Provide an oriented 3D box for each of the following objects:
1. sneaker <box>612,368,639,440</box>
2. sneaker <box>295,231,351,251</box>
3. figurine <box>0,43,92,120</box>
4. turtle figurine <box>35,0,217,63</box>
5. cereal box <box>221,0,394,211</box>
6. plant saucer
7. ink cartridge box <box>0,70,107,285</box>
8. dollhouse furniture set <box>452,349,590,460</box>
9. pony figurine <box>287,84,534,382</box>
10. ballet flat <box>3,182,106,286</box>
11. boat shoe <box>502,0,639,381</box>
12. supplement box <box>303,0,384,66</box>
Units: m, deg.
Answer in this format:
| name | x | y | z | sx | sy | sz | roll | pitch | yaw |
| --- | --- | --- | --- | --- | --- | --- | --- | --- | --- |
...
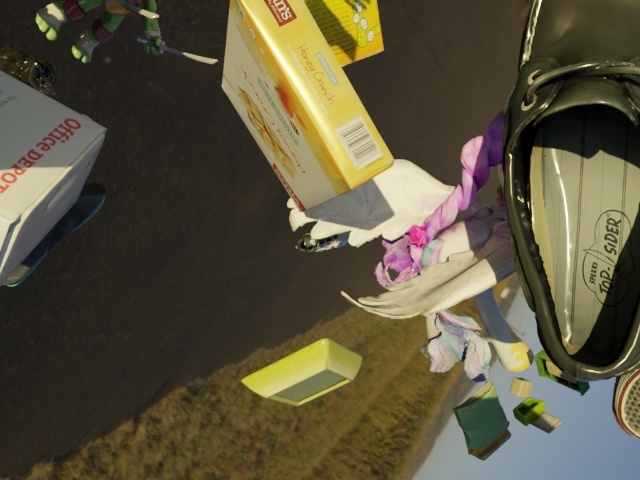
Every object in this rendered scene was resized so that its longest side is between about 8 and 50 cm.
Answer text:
| name | x | y | z | sx | sy | sz | roll | pitch | yaw |
| --- | --- | --- | --- | --- | --- | --- | --- | --- | --- |
| sneaker | 0.319 | 0.084 | 0.371 | 0.112 | 0.120 | 0.299 | -26 | 165 | -35 |
| sneaker | 0.000 | 0.000 | 0.927 | 0.098 | 0.038 | 0.069 | -27 | 167 | 39 |
| figurine | -0.541 | -0.273 | 1.082 | 0.092 | 0.210 | 0.215 | -52 | 141 | -23 |
| turtle figurine | -0.400 | -0.430 | 1.086 | 0.266 | 0.274 | 0.198 | -21 | -169 | 16 |
| cereal box | -0.027 | -0.116 | 0.511 | 0.047 | 0.173 | 0.240 | -32 | -176 | -11 |
| plant saucer | -0.024 | 0.265 | 1.061 | 0.188 | 0.045 | 0.188 | -29 | 148 | 13 |
| ink cartridge box | -0.426 | -0.106 | 0.579 | 0.131 | 0.306 | 0.226 | -51 | -163 | 31 |
| dollhouse furniture set | 0.229 | 0.188 | 0.620 | 0.152 | 0.059 | 0.076 | -30 | 112 | -22 |
| pony figurine | 0.174 | 0.005 | 0.651 | 0.351 | 0.303 | 0.363 | -27 | 126 | -7 |
| ballet flat | -0.387 | -0.027 | 0.776 | 0.203 | 0.074 | 0.074 | -55 | 164 | -29 |
| boat shoe | 0.187 | -0.066 | 0.377 | 0.113 | 0.127 | 0.339 | -6 | 102 | -58 |
| supplement box | -0.021 | -0.555 | 1.156 | 0.195 | 0.194 | 0.356 | -27 | 123 | -23 |
